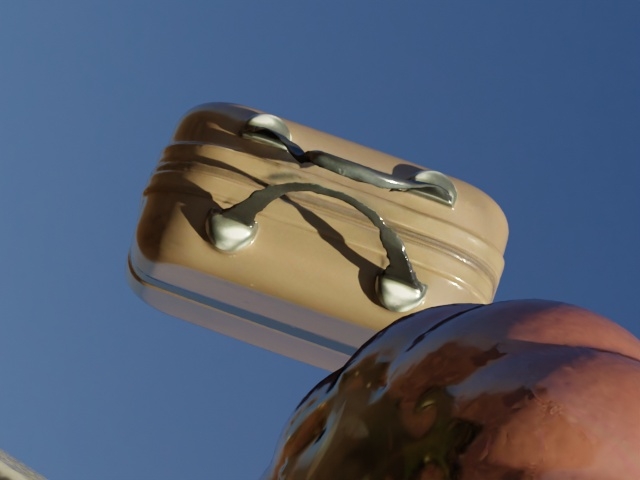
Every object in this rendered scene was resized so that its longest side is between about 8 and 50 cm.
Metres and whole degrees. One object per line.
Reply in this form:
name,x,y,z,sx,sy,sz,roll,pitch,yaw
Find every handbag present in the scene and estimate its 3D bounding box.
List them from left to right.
handbag,0.000,0.000,1.355,0.283,0.302,0.149,110,2,-69

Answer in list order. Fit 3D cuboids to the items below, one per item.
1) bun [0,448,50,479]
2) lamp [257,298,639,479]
bun,-0.146,0.155,0.744,0.173,0.173,0.120,20,-104,52
lamp,0.094,0.182,0.902,0.305,0.239,0.305,-37,-143,35
